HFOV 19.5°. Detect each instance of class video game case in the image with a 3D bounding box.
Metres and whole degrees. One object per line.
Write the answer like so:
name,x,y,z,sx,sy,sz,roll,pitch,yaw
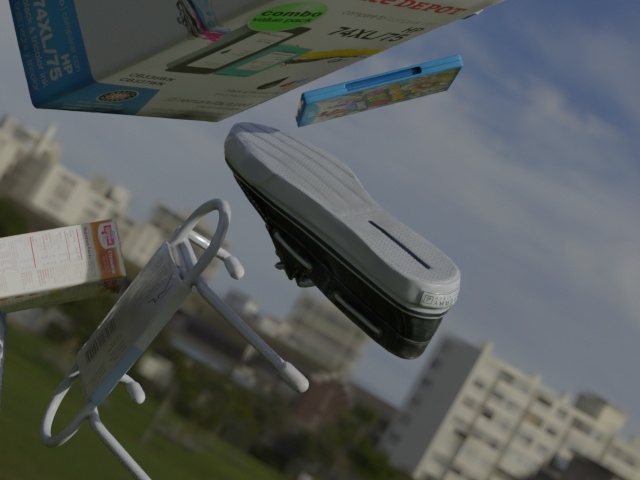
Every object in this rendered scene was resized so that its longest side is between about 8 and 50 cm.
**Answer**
video game case,0.059,-0.153,1.922,0.166,0.015,0.119,-14,-6,-6

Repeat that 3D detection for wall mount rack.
wall mount rack,-0.159,0.139,2.065,0.130,0.350,0.304,33,13,-26

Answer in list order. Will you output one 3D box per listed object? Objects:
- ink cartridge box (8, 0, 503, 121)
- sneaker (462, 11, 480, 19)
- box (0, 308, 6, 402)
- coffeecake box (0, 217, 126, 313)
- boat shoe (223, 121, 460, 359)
ink cartridge box,-0.052,-0.215,1.245,0.270,0.197,0.198,-20,-12,36
sneaker,0.124,-0.227,1.694,0.053,0.059,0.144,59,25,12
box,-0.399,0.218,1.200,0.297,0.480,0.472,3,-14,0
coffeecake box,-0.311,0.034,2.026,0.185,0.068,0.142,-10,-8,-11
boat shoe,0.000,0.000,1.916,0.121,0.119,0.335,-4,36,-43
